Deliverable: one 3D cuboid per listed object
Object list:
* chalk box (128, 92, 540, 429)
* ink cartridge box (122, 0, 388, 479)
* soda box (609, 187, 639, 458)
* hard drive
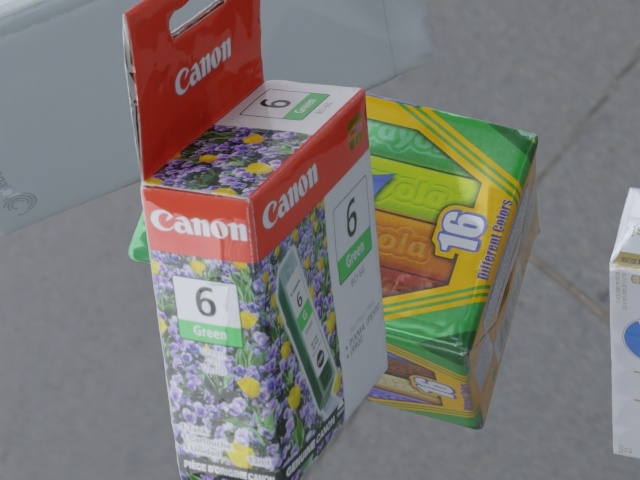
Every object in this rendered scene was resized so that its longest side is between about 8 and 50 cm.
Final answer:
[{"bbox_3d":[0.000,0.000,1.339,0.289,0.179,0.180,14,69,13],"label":"chalk box"},{"bbox_3d":[-0.012,-0.006,0.413,0.029,0.115,0.063,8,30,24],"label":"ink cartridge box"},{"bbox_3d":[0.231,0.062,1.192,0.074,0.216,0.069,9,53,17],"label":"soda box"},{"bbox_3d":[-0.084,-0.121,1.124,0.308,0.203,0.040,-23,59,-5],"label":"hard drive"}]
